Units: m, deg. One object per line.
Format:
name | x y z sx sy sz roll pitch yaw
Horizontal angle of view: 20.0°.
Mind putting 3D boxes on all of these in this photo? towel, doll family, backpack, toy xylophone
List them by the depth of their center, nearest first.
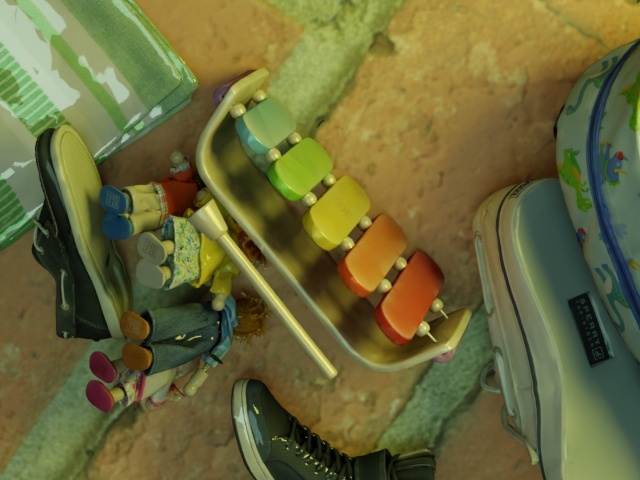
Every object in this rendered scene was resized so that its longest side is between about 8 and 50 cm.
backpack | 0.359 -0.022 1.583 0.290 0.273 0.355 -33 91 -27
toy xylophone | 0.000 0.000 1.608 0.081 0.236 0.322 -39 101 20
doll family | -0.112 0.052 1.664 0.118 0.163 0.263 20 111 34
towel | -0.307 -0.132 1.667 0.325 0.038 0.248 -39 102 11

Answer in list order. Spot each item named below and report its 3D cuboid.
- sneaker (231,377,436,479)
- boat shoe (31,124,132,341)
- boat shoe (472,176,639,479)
sneaker | 0.021 0.207 1.734 0.163 0.086 0.226 -18 116 17
boat shoe | -0.233 -0.001 1.661 0.079 0.084 0.233 -1 128 11
boat shoe | 0.213 0.125 1.690 0.136 0.156 0.367 -20 95 -23
